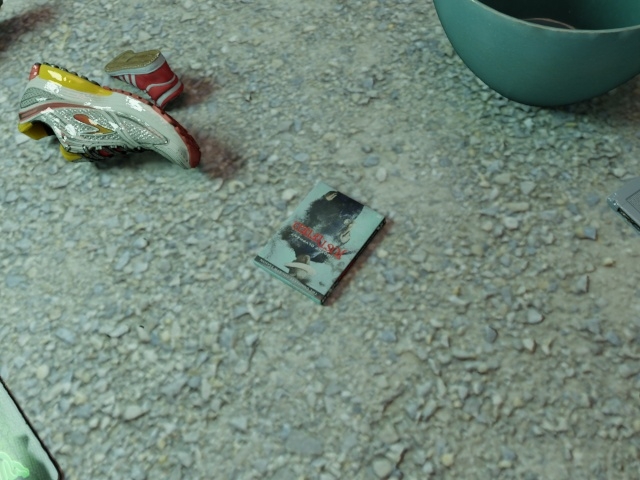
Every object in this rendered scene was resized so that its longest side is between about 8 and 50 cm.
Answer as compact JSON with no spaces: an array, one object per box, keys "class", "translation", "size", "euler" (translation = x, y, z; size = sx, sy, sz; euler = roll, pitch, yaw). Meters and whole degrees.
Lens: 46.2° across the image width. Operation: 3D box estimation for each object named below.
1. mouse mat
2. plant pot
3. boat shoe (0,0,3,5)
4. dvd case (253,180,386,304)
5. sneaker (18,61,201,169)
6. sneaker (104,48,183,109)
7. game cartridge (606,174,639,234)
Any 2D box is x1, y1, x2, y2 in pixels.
[{"class":"mouse mat","translation":[-0.348,0.201,0.696],"size":[0.153,0.007,0.190],"euler":[-38,65,-17]},{"class":"plant pot","translation":[0.253,-0.258,0.807],"size":[0.291,0.195,0.290],"euler":[-2,59,4]},{"class":"boat shoe","translation":[-0.503,-0.219,0.897],"size":[0.305,0.109,0.091],"euler":[-39,65,-10]},{"class":"dvd case","translation":[0.000,0.000,0.782],"size":[0.087,0.013,0.119],"euler":[31,67,20]},{"class":"sneaker","translation":[-0.236,-0.120,0.841],"size":[0.225,0.088,0.092],"euler":[20,84,15]},{"class":"sneaker","translation":[-0.210,-0.192,0.900],"size":[0.118,0.067,0.042],"euler":[14,60,47]},{"class":"game cartridge","translation":[0.344,-0.028,0.771],"size":[0.056,0.017,0.083],"euler":[-33,63,-10]}]
